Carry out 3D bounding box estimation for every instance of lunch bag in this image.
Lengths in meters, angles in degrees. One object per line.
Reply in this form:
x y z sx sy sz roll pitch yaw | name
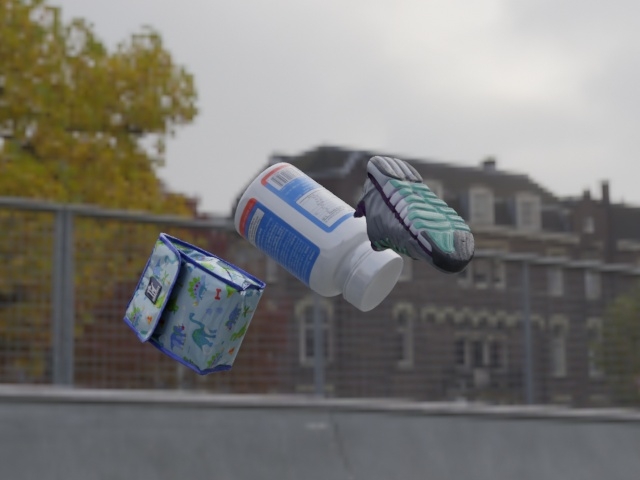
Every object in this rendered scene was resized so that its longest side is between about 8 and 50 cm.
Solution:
-0.166 0.078 1.923 0.151 0.129 0.096 29 12 24 | lunch bag

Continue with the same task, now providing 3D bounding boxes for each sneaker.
0.107 -0.006 1.812 0.083 0.098 0.223 10 29 -28 | sneaker

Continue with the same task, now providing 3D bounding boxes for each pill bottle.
0.000 0.000 2.100 0.221 0.124 0.124 37 4 22 | pill bottle
